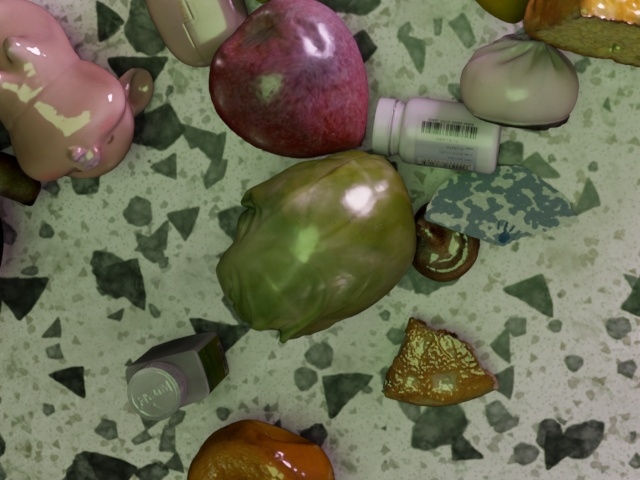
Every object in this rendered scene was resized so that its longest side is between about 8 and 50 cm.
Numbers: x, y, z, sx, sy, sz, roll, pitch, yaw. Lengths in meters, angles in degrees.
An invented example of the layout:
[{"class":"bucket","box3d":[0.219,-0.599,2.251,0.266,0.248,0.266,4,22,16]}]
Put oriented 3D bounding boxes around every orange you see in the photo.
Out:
[{"class":"orange","box3d":[-0.088,0.409,1.914,0.249,0.183,0.248,3,96,29]}]

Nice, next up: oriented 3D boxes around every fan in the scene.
[{"class":"fan","box3d":[0.275,-0.053,1.803,0.240,0.009,0.131,1,76,-6]}]

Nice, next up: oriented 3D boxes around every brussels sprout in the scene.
[{"class":"brussels sprout","box3d":[0.000,0.000,1.765,0.328,0.328,0.247,-26,70,15]}]

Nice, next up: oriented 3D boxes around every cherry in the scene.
[{"class":"cherry","box3d":[-0.042,-0.233,1.772,0.206,0.239,0.239,19,106,39]}]

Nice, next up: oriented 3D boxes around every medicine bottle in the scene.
[{"class":"medicine bottle","box3d":[-0.237,0.218,1.899,0.132,0.188,0.088,-14,97,14]},{"class":"medicine bottle","box3d":[0.177,-0.161,1.788,0.187,0.103,0.102,8,102,9]}]

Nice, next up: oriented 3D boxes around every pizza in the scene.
[{"class":"pizza","box3d":[0.175,0.192,1.884,0.182,0.062,0.161,-19,103,19]}]

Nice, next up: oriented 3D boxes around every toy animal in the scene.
[{"class":"toy animal","box3d":[-0.429,-0.232,1.845,0.237,0.269,0.326,-44,58,15]}]

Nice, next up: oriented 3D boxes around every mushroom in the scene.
[{"class":"mushroom","box3d":[0.188,0.000,1.829,0.109,0.085,0.126,16,89,-11]}]

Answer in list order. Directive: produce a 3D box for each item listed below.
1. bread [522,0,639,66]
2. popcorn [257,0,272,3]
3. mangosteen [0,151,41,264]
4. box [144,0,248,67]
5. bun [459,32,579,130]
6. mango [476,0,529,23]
[{"class":"bread","box3d":[0.458,-0.345,1.633,0.340,0.194,0.178,9,85,-10]},{"class":"popcorn","box3d":[-0.085,-0.407,1.801,0.089,0.109,0.096,-18,59,43]},{"class":"mangosteen","box3d":[-0.656,-0.052,1.870,0.382,0.382,0.435,41,70,1]},{"class":"box","box3d":[-0.194,-0.368,1.830,0.146,0.088,0.200,-23,94,15]},{"class":"bun","box3d":[0.288,-0.238,1.713,0.173,0.173,0.119,9,117,9]},{"class":"mango","box3d":[0.292,-0.490,1.685,0.195,0.142,0.331,33,108,8]}]
